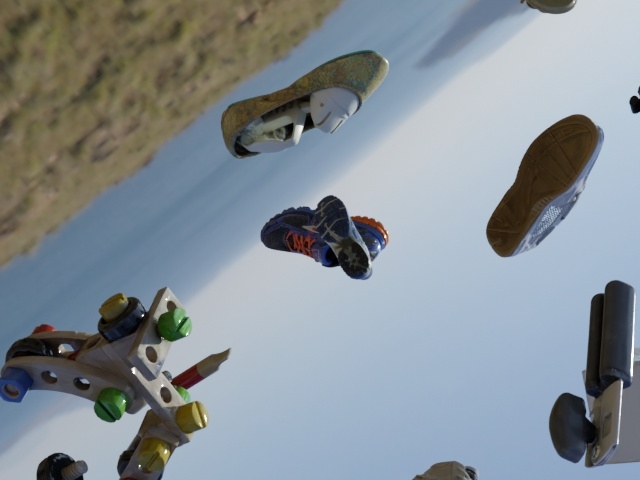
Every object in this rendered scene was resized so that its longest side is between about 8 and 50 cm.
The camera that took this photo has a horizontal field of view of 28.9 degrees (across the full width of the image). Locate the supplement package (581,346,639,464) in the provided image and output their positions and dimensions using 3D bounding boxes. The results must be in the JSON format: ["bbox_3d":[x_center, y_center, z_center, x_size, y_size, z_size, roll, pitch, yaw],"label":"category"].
[{"bbox_3d":[0.531,0.245,1.914,0.194,0.149,0.203,-11,179,27],"label":"supplement package"}]

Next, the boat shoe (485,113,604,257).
[{"bbox_3d":[0.358,-0.086,1.903,0.096,0.098,0.277,-5,142,-37],"label":"boat shoe"}]

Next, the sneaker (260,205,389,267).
[{"bbox_3d":[0.000,0.000,2.085,0.221,0.083,0.087,2,-142,19],"label":"sneaker"}]

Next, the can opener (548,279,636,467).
[{"bbox_3d":[0.365,0.171,1.660,0.076,0.095,0.283,124,-16,-51],"label":"can opener"}]

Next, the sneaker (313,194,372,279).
[{"bbox_3d":[0.033,0.000,1.720,0.052,0.135,0.058,-28,157,11],"label":"sneaker"}]

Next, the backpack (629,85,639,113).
[{"bbox_3d":[0.660,-0.202,1.872,0.276,0.213,0.263,5,142,-26],"label":"backpack"}]

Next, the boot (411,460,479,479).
[{"bbox_3d":[0.238,0.437,2.192,0.123,0.095,0.258,-33,-168,-29],"label":"boot"}]

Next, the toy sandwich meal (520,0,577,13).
[{"bbox_3d":[0.307,-0.328,1.667,0.085,0.085,0.029,-40,160,-30],"label":"toy sandwich meal"}]

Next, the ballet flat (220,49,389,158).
[{"bbox_3d":[-0.028,-0.231,2.238,0.348,0.123,0.123,-18,-169,25],"label":"ballet flat"}]

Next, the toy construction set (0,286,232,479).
[{"bbox_3d":[-0.198,0.166,1.488,0.237,0.257,0.309,-32,176,25],"label":"toy construction set"}]
